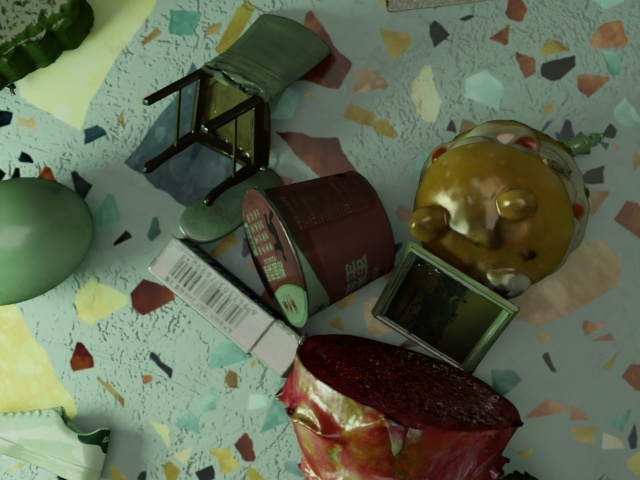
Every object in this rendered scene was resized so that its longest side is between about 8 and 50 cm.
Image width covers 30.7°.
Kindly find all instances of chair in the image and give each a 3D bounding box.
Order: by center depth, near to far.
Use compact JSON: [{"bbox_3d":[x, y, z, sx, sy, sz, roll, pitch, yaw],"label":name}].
[{"bbox_3d":[-0.138,-0.222,1.926,0.160,0.319,0.186,28,135,23],"label":"chair"}]

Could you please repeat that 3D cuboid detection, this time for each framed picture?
[{"bbox_3d":[0.189,0.114,1.838,0.197,0.252,0.014,32,59,7],"label":"framed picture"}]

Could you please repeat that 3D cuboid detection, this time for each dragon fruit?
[{"bbox_3d":[0.105,0.300,1.778,0.371,0.386,0.249,17,102,6],"label":"dragon fruit"}]

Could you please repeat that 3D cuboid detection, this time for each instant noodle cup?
[{"bbox_3d":[0.000,0.000,1.856,0.178,0.235,0.234,-21,85,-18],"label":"instant noodle cup"}]

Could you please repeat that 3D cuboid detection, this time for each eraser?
[{"bbox_3d":[-0.145,0.113,1.927,0.287,0.130,0.086,39,89,8],"label":"eraser"}]

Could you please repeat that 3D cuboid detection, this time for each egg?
[{"bbox_3d":[-0.513,0.002,1.936,0.283,0.203,0.203,-18,86,9],"label":"egg"}]

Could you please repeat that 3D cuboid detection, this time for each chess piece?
[{"bbox_3d":[0.393,-0.145,1.906,0.149,0.059,0.059,-24,85,1],"label":"chess piece"}]

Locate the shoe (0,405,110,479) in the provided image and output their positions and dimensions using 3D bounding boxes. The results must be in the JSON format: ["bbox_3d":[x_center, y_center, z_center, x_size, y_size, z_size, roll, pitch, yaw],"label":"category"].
[{"bbox_3d":[-0.481,0.323,1.984,0.265,0.095,0.110,23,85,2],"label":"shoe"}]

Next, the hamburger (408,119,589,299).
[{"bbox_3d":[0.272,-0.041,1.797,0.276,0.237,0.276,7,112,19],"label":"hamburger"}]

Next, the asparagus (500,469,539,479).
[{"bbox_3d":[0.211,0.502,1.821,0.128,0.108,0.382,27,124,-30],"label":"asparagus"}]

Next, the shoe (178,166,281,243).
[{"bbox_3d":[-0.151,-0.051,1.958,0.195,0.078,0.079,-36,80,-20],"label":"shoe"}]

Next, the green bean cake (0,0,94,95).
[{"bbox_3d":[-0.578,-0.415,1.965,0.319,0.218,0.335,-28,91,-2],"label":"green bean cake"}]

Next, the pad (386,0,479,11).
[{"bbox_3d":[0.219,-0.474,1.961,0.235,0.003,0.158,-6,87,7],"label":"pad"}]
